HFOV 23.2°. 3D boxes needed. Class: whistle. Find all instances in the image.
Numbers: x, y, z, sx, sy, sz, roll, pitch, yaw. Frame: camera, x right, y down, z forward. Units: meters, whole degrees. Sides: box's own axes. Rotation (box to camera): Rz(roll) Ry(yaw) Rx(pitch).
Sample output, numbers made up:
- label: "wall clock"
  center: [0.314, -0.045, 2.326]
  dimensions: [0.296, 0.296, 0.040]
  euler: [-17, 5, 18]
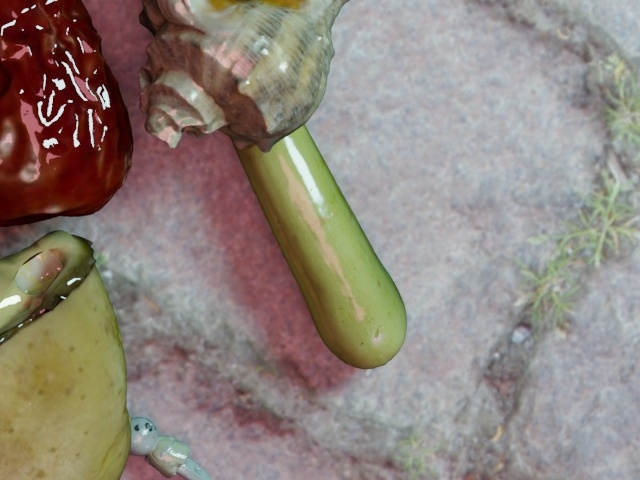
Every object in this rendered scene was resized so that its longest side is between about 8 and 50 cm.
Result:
- label: "whistle"
  center: [-0.138, 0.187, 1.373]
  dimensions: [0.100, 0.035, 0.035]
  euler: [37, 91, -15]

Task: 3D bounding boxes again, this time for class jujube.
- label: "jujube"
  center: [-0.241, -0.123, 1.249]
  dimensions: [0.155, 0.155, 0.230]
  euler: [-18, 98, -7]

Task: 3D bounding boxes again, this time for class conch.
- label: "conch"
  center: [-0.071, -0.194, 1.268]
  dimensions: [0.210, 0.159, 0.291]
  euler: [45, 52, -18]

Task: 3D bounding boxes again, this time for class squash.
- label: "squash"
  center: [0.000, 0.000, 1.344]
  dimensions: [0.083, 0.083, 0.250]
  euler: [-28, 101, -4]

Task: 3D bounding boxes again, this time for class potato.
- label: "potato"
  center: [-0.273, 0.142, 1.259]
  dimensions: [0.285, 0.242, 0.242]
  euler: [-30, 103, -17]
